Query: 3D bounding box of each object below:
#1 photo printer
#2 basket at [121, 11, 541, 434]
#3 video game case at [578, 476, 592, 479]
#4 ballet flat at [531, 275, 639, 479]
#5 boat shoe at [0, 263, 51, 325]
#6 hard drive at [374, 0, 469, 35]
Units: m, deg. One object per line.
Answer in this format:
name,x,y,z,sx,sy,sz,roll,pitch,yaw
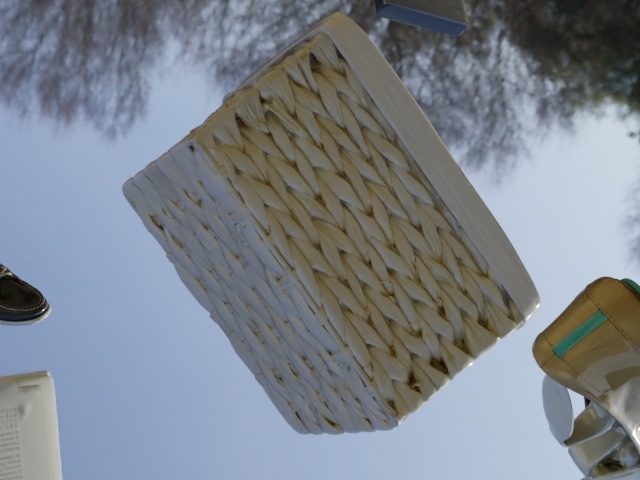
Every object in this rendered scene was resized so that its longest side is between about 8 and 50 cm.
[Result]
photo printer,-0.422,0.316,1.257,0.256,0.307,0.107,-4,177,-44
basket,0.000,0.000,0.505,0.103,0.113,0.167,-38,-82,-29
video game case,0.396,0.447,1.584,0.022,0.190,0.173,-24,-109,-32
ballet flat,0.168,0.100,0.633,0.080,0.073,0.232,53,177,42
boat shoe,-0.283,0.036,0.924,0.125,0.038,0.046,21,-142,30
hard drive,0.084,-0.259,1.005,0.094,0.022,0.135,7,-119,-30
